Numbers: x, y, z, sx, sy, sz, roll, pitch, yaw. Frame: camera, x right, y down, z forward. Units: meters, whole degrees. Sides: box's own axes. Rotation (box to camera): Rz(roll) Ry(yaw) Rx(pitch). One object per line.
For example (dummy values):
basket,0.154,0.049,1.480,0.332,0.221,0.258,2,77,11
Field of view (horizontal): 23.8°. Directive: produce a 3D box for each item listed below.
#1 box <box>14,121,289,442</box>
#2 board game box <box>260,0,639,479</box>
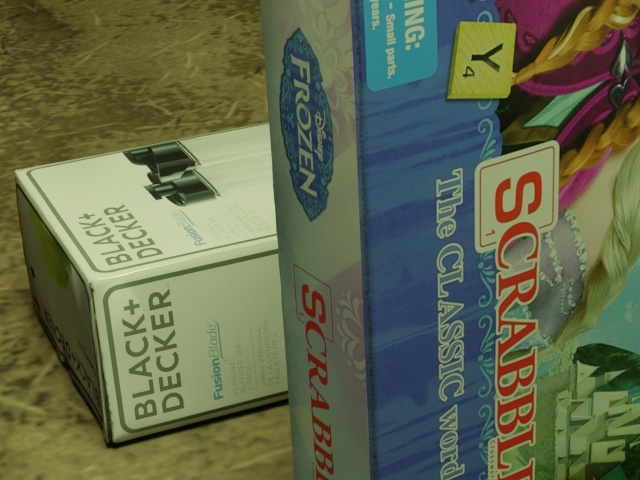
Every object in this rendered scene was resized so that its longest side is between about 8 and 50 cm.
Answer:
box,0.000,0.000,0.802,0.290,0.087,0.169,-12,25,-18
board game box,0.129,-0.051,0.618,0.318,0.319,0.066,-19,30,-29
